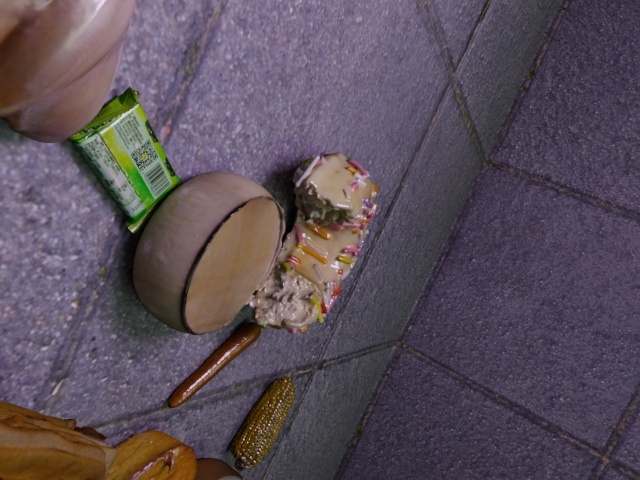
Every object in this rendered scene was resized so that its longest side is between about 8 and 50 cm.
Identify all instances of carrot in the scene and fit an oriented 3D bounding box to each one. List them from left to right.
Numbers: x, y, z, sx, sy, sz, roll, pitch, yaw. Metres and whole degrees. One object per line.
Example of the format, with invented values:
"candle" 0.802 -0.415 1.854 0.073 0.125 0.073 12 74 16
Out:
"carrot" -0.210 0.249 0.976 0.248 0.043 0.043 -41 147 -37

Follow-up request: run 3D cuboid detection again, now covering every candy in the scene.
"candy" -0.236 -0.095 0.599 0.102 0.032 0.178 -48 153 -23

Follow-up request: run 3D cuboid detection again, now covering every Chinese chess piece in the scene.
"Chinese chess piece" -0.164 0.020 0.742 0.257 0.104 0.257 -50 158 -29

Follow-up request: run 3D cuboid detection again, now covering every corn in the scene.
"corn" -0.149 0.479 1.262 0.261 0.097 0.097 -59 155 -20

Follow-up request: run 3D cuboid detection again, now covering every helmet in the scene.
"helmet" -0.275 0.568 1.059 0.198 0.130 0.224 -31 150 -44

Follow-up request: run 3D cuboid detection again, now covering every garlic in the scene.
"garlic" -0.241 -0.207 0.394 0.227 0.110 0.217 -63 152 -1

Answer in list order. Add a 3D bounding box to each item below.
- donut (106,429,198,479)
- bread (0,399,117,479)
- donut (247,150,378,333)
"donut" -0.333 0.460 0.854 0.253 0.119 0.253 -48 153 -35
"bread" -0.418 0.264 0.420 0.370 0.192 0.314 -42 155 -16
"donut" -0.001 0.005 0.970 0.370 0.150 0.307 -69 169 19
